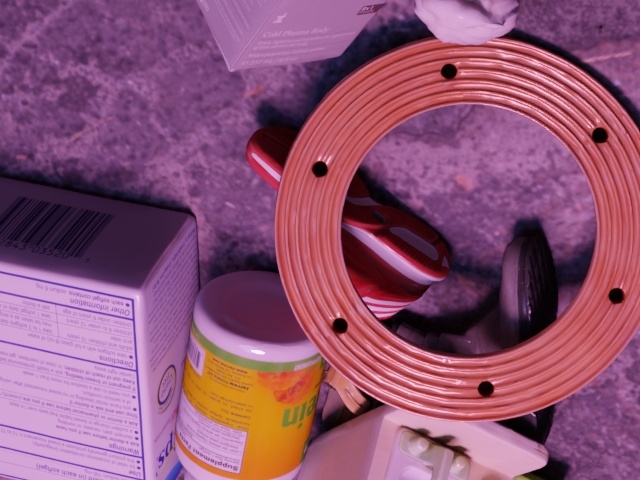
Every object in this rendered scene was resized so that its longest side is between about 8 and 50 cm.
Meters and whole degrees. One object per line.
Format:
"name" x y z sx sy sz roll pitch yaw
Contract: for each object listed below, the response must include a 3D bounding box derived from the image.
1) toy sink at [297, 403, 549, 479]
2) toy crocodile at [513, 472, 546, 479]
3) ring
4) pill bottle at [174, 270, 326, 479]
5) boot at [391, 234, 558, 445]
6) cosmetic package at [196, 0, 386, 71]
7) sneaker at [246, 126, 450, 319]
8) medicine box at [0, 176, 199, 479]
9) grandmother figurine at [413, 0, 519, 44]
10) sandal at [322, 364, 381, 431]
"toy sink" 0.087 0.255 1.360 0.153 0.131 0.234 27 150 -18
"toy crocodile" 0.158 0.363 1.484 0.115 0.105 0.340 29 127 1
"ring" 0.127 -0.009 1.224 0.337 0.032 0.336 1 99 5
"pill bottle" -0.073 0.165 1.413 0.136 0.136 0.245 17 121 10
"boot" 0.136 0.099 1.341 0.161 0.083 0.246 10 123 22
"cosmetic package" 0.008 -0.243 1.096 0.238 0.127 0.107 -43 66 50
"sneaker" 0.000 0.000 1.322 0.221 0.087 0.128 38 125 -4
"medicine box" -0.268 0.106 1.454 0.263 0.149 0.289 11 125 14
"grandmother figurine" 0.169 -0.283 1.071 0.208 0.104 0.342 48 133 21
"sandal" 0.026 0.146 1.410 0.072 0.049 0.180 47 141 29
